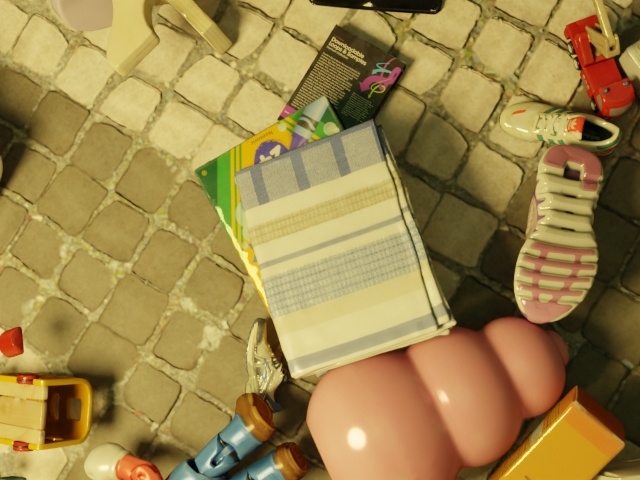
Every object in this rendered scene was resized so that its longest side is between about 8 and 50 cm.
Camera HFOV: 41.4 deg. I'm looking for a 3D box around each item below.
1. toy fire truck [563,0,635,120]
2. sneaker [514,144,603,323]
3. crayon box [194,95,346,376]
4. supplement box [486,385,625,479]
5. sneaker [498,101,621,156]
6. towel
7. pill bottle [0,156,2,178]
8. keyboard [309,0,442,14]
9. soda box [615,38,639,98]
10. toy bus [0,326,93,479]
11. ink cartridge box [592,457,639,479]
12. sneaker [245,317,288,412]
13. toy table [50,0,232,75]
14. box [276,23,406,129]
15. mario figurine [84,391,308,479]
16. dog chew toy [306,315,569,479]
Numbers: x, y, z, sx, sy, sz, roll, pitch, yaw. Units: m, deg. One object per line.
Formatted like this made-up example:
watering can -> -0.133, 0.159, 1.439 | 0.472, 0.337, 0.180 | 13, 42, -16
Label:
toy fire truck -> 0.361, -0.259, 1.097 | 0.047, 0.135, 0.192 | -19, 82, 4
sneaker -> 0.300, 0.001, 1.083 | 0.095, 0.104, 0.237 | 14, 70, 6
crayon box -> 0.000, 0.000, 1.125 | 0.203, 0.083, 0.323 | -29, 86, 7
supplement box -> 0.257, 0.287, 1.014 | 0.078, 0.080, 0.233 | 41, 105, 8
sneaker -> 0.320, -0.155, 1.122 | 0.161, 0.075, 0.057 | 16, 86, 7
towel -> 0.023, 0.010, 1.037 | 0.209, 0.034, 0.285 | -20, 73, 7
pill bottle -> -0.645, -0.172, 1.161 | 0.392, 0.224, 0.224 | 39, 90, 9
keyboard -> 0.080, -0.378, 1.200 | 0.191, 0.038, 0.100 | 7, 109, 6
soda box -> 0.484, -0.176, 1.109 | 0.073, 0.069, 0.216 | -33, 83, 2
toy bus -> -0.402, 0.227, 1.153 | 0.191, 0.104, 0.202 | -49, 61, 21
ink cartridge box -> 0.411, 0.377, 0.993 | 0.171, 0.168, 0.233 | -5, 79, -6
sneaker -> -0.073, 0.172, 1.154 | 0.058, 0.052, 0.135 | 1, 92, -3
toy table -> -0.219, -0.361, 1.133 | 0.161, 0.252, 0.274 | 46, 103, 24
box -> 0.030, -0.205, 1.184 | 0.116, 0.029, 0.162 | 32, 90, 7
mario figurine -> -0.182, 0.334, 1.120 | 0.320, 0.170, 0.198 | -34, 59, 1
dog chew toy -> 0.154, 0.201, 1.053 | 0.331, 0.206, 0.207 | -26, 82, -5
